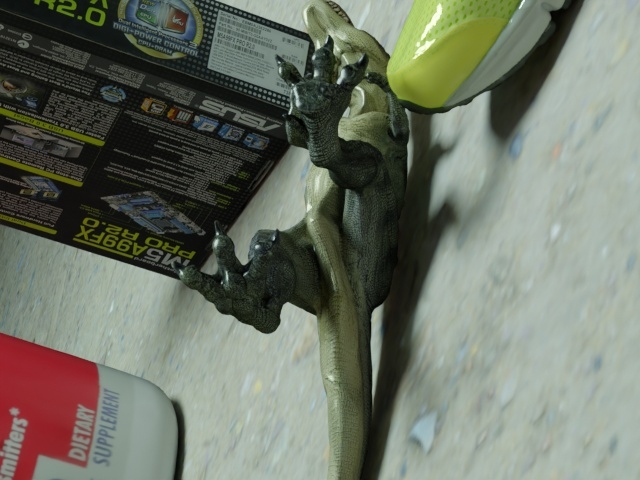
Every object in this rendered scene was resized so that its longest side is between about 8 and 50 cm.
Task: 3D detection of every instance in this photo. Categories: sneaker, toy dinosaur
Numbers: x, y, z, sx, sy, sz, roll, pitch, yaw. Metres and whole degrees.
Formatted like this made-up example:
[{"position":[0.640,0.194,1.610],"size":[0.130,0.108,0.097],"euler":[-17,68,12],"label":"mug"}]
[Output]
[{"position":[0.056,-0.148,0.575],"size":[0.081,0.094,0.208],"euler":[-126,55,-70],"label":"sneaker"},{"position":[0.000,0.000,0.618],"size":[0.118,0.064,0.268],"euler":[55,-143,-57],"label":"toy dinosaur"}]

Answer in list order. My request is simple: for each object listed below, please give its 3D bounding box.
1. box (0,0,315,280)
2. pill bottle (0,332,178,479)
[{"position":[-0.165,-0.083,0.949],"size":[0.216,0.270,0.060],"euler":[130,154,-55],"label":"box"},{"position":[-0.306,0.133,0.914],"size":[0.229,0.407,0.229],"euler":[-161,90,-75],"label":"pill bottle"}]
